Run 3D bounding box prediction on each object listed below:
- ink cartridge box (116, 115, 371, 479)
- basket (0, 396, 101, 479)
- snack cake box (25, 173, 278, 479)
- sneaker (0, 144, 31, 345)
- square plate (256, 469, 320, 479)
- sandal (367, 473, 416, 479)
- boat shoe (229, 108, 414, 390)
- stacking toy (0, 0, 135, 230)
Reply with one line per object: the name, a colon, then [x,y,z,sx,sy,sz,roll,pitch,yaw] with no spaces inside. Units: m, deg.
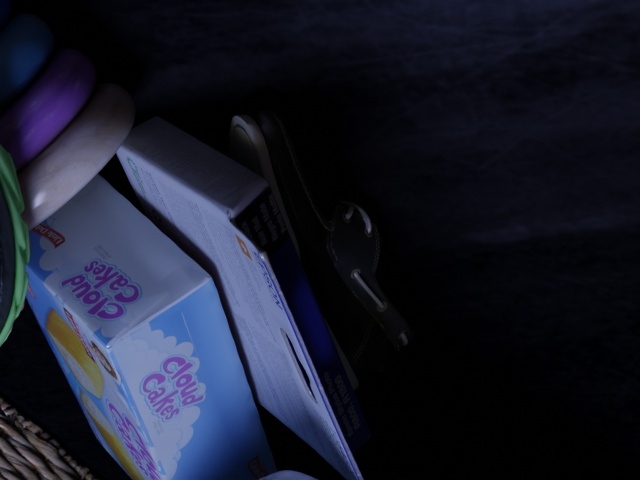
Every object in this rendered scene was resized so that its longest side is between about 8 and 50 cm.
ink cartridge box: [-0.038,0.042,1.039,0.224,0.045,0.223,35,153,52]
basket: [-0.369,0.257,1.375,0.213,0.223,0.299,-23,122,39]
snack cake box: [-0.127,0.093,1.134,0.152,0.089,0.264,41,158,37]
sneaker: [-0.286,-0.105,0.831,0.185,0.202,0.482,-8,115,18]
square plate: [0.014,0.275,1.149,0.347,0.049,0.344,29,143,-22]
sandal: [0.039,0.240,1.268,0.303,0.120,0.086,9,123,15]
boat shoe: [0.000,0.000,1.073,0.084,0.079,0.233,44,161,56]
stacking toy: [-0.273,-0.157,0.986,0.141,0.141,0.330,-25,114,40]
